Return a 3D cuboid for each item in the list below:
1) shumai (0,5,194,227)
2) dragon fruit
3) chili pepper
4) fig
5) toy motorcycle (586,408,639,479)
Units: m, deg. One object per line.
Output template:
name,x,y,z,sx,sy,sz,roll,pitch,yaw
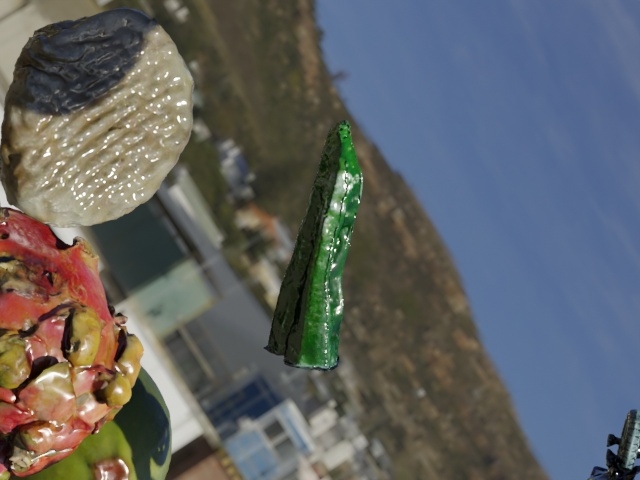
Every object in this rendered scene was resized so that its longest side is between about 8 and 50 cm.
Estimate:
shumai,-0.351,-0.157,2.218,0.267,0.314,0.262,45,-24,-26
dragon fruit,-0.328,0.138,1.873,0.263,0.296,0.314,26,-17,39
chili pepper,0.000,0.000,1.459,0.088,0.059,0.227,35,-60,54
fig,-0.343,0.288,2.314,0.316,0.316,0.316,55,-8,12
toy motorcycle,0.324,0.351,1.908,0.169,0.113,0.315,-66,169,-58
